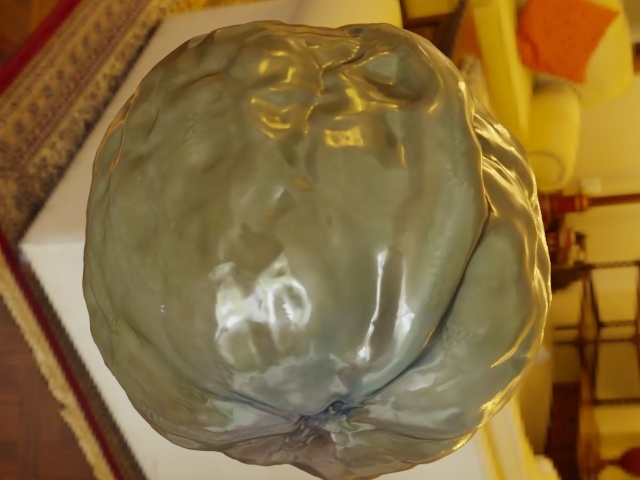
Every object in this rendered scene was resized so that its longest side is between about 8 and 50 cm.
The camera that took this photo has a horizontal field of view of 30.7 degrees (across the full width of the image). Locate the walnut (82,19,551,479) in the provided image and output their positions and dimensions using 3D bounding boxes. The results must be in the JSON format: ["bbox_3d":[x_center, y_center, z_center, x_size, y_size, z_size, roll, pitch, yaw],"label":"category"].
[{"bbox_3d":[-0.001,0.001,0.614,0.248,0.248,0.248,-5,90,-70],"label":"walnut"}]
